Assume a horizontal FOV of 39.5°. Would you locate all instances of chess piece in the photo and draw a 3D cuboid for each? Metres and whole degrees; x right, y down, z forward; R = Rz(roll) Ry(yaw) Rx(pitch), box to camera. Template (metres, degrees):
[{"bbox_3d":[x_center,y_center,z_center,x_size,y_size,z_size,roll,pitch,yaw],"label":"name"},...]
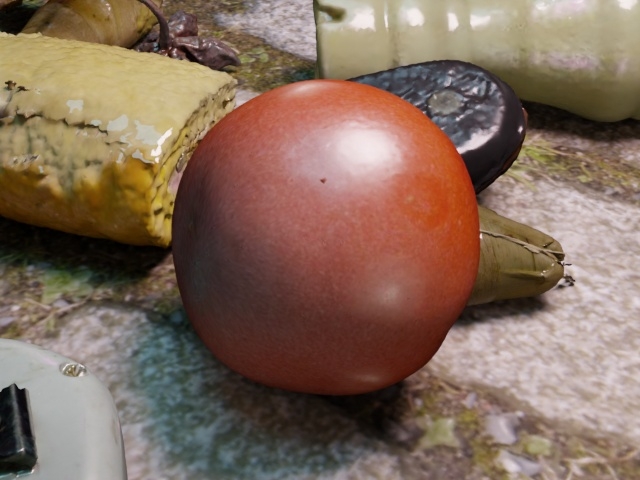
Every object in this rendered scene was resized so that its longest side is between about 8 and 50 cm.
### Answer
[{"bbox_3d":[0.211,-0.250,1.102,0.442,0.234,0.234,-3,37,-1],"label":"chess piece"}]

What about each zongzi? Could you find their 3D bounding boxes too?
[{"bbox_3d":[0.149,-0.027,0.849,0.189,0.081,0.178,-8,72,-14],"label":"zongzi"}]

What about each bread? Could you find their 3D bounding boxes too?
[{"bbox_3d":[-0.294,-0.113,0.924,0.375,0.165,0.236,13,33,14],"label":"bread"}]

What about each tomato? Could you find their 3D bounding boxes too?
[{"bbox_3d":[0.000,0.000,0.711,0.224,0.256,0.256,3,32,-29],"label":"tomato"}]

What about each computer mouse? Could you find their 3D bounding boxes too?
[{"bbox_3d":[0.059,-0.090,0.948,0.323,0.116,0.183,-13,48,0],"label":"computer mouse"}]

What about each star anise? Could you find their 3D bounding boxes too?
[{"bbox_3d":[-0.221,-0.312,1.148,0.218,0.227,0.148,-2,56,0],"label":"star anise"}]

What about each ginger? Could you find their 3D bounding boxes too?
[{"bbox_3d":[-0.322,-0.291,1.217,0.109,0.116,0.263,-23,22,42],"label":"ginger"}]

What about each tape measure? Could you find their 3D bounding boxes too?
[{"bbox_3d":[-0.251,0.162,0.585,0.246,0.125,0.243,-14,40,-20],"label":"tape measure"}]

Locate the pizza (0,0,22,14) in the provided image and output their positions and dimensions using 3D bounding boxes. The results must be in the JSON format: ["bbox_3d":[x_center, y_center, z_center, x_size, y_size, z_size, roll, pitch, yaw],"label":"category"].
[{"bbox_3d":[-0.403,-0.375,1.261,0.189,0.071,0.297,-31,16,-12],"label":"pizza"}]
